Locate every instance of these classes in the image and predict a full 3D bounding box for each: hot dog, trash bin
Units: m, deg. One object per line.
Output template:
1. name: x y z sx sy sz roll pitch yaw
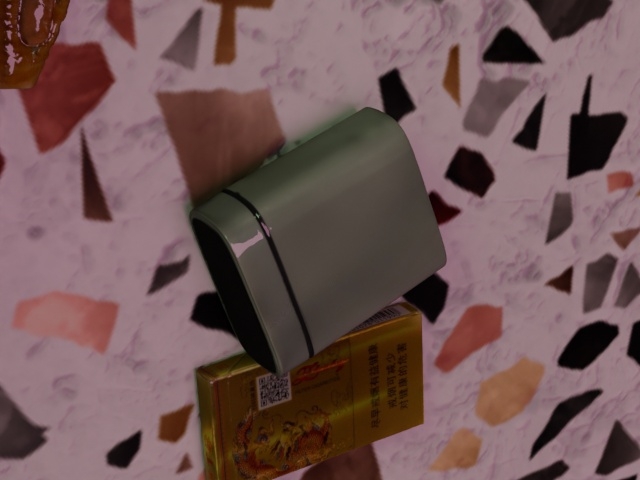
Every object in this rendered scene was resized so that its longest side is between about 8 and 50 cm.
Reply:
1. hot dog: -0.147 -0.142 0.865 0.044 0.028 0.137 1 107 -41
2. trash bin: 0.000 0.000 1.000 0.130 0.059 0.116 -33 124 -19

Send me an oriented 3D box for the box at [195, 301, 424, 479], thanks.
1. box: -0.004 0.100 1.062 0.156 0.022 0.089 -18 117 -26
